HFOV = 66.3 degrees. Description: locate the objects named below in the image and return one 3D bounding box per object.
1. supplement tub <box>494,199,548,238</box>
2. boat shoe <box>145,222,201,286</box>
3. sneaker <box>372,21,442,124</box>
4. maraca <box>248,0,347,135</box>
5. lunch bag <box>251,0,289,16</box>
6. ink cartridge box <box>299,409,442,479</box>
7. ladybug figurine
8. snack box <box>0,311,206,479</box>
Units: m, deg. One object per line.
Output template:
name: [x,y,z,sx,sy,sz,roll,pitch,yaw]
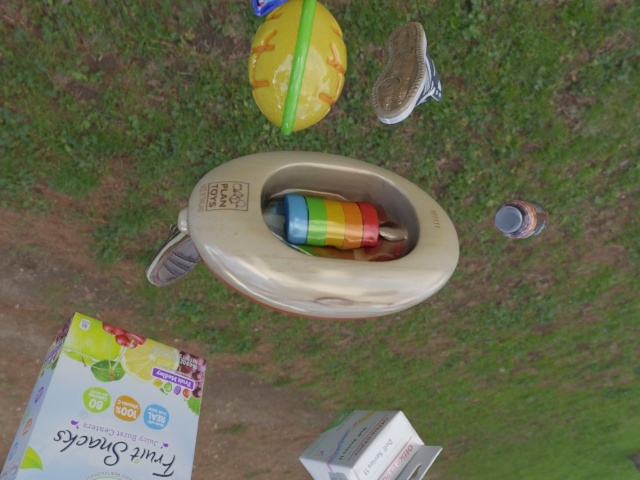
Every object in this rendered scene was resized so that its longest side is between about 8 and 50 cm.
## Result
supplement tub: [0.540,-0.058,1.325,0.106,0.106,0.197,-40,158,32]
boat shoe: [-0.319,-0.001,1.152,0.257,0.095,0.095,-48,141,-29]
sneaker: [0.184,-0.299,0.993,0.099,0.283,0.153,-4,142,26]
maraca: [-0.021,-0.196,0.509,0.099,0.186,0.127,11,155,-10]
lunch bag: [0.004,-0.449,0.585,0.292,0.221,0.138,-16,180,14]
ink cartridge box: [0.121,0.553,1.279,0.207,0.119,0.353,-37,-176,-35]
ladybug figurine: [0.000,0.000,0.795,0.448,0.305,0.162,8,141,-14]
snack box: [-0.224,0.206,0.531,0.174,0.207,0.070,30,130,-32]
